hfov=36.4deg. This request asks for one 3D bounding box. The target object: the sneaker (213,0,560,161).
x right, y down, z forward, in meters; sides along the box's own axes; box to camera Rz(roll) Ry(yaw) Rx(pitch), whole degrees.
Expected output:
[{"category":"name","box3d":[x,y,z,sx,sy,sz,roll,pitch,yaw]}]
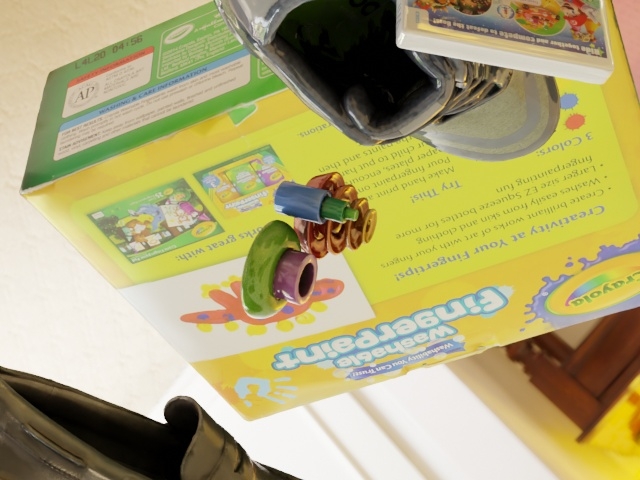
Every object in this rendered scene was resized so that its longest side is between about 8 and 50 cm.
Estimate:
[{"category":"sneaker","box3d":[0.038,-0.091,0.493,0.111,0.121,0.300,-38,144,26]}]

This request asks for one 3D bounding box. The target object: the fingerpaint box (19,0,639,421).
[{"category":"fingerpaint box","box3d":[0.047,-0.051,0.837,0.444,0.163,0.371,-19,135,17]}]

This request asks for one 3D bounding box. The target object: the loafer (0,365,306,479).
[{"category":"loafer","box3d":[-0.066,0.115,0.461,0.223,0.076,0.078,21,104,-27]}]

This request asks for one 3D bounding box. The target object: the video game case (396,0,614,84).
[{"category":"video game case","box3d":[0.075,-0.122,0.407,0.087,0.122,0.011,9,148,-9]}]

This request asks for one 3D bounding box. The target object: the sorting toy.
[{"category":"sorting toy","box3d":[0.000,0.000,0.499,0.102,0.042,0.061,-54,150,-43]}]
